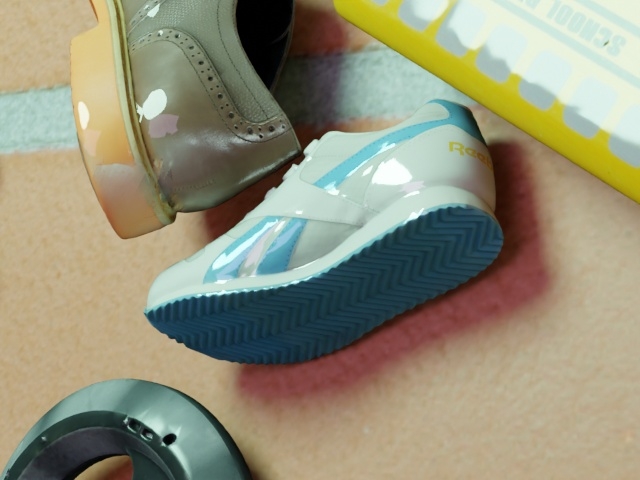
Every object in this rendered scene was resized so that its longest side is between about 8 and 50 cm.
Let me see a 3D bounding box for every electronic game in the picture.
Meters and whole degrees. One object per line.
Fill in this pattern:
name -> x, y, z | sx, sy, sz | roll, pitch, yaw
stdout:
electronic game -> -0.120, 0.194, 1.143 | 0.229, 0.048, 0.229 | -10, 73, 37

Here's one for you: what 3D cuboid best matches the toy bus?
toy bus -> 0.118, -0.125, 1.020 | 0.332, 0.108, 0.130 | 38, 101, 45

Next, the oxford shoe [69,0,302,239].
oxford shoe -> -0.080, -0.153, 1.230 | 0.132, 0.130, 0.364 | -15, 49, 7

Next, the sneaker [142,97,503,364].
sneaker -> 0.000, 0.000, 1.100 | 0.228, 0.087, 0.092 | -23, 49, 28
